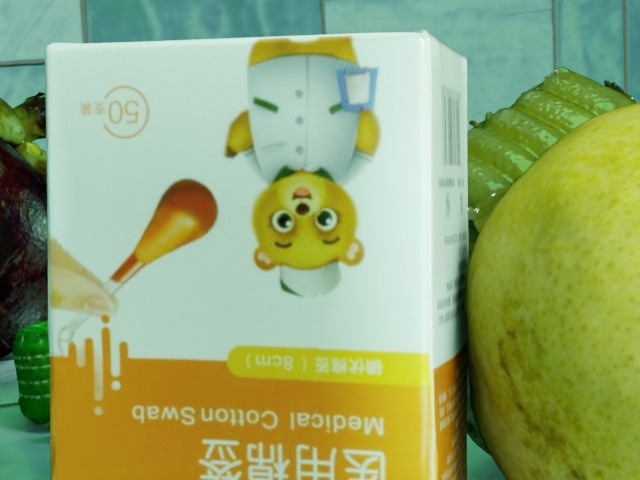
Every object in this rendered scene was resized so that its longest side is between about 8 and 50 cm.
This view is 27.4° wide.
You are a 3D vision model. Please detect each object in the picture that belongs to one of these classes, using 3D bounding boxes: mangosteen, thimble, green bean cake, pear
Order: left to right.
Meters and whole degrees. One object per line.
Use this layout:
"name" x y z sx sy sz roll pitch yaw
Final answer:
"mangosteen" -0.420 -0.013 1.412 0.330 0.330 0.330 -3 9 0
"thimble" -0.223 0.115 1.204 0.118 0.090 0.130 -13 5 -27
"green bean cake" 0.266 -0.049 1.694 0.310 0.285 0.202 -29 42 -16
"pear" 0.233 0.066 0.731 0.314 0.314 0.314 -3 9 0

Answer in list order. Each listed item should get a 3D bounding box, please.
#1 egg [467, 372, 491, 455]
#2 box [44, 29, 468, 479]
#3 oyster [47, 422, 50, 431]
"egg" 0.198 0.092 0.997 0.228 0.177 0.177 -27 21 -30
"box" -0.030 0.057 0.761 0.225 0.341 0.143 0 2 15
"oyster" -0.193 0.163 1.142 0.083 0.019 0.054 3 -15 -26
